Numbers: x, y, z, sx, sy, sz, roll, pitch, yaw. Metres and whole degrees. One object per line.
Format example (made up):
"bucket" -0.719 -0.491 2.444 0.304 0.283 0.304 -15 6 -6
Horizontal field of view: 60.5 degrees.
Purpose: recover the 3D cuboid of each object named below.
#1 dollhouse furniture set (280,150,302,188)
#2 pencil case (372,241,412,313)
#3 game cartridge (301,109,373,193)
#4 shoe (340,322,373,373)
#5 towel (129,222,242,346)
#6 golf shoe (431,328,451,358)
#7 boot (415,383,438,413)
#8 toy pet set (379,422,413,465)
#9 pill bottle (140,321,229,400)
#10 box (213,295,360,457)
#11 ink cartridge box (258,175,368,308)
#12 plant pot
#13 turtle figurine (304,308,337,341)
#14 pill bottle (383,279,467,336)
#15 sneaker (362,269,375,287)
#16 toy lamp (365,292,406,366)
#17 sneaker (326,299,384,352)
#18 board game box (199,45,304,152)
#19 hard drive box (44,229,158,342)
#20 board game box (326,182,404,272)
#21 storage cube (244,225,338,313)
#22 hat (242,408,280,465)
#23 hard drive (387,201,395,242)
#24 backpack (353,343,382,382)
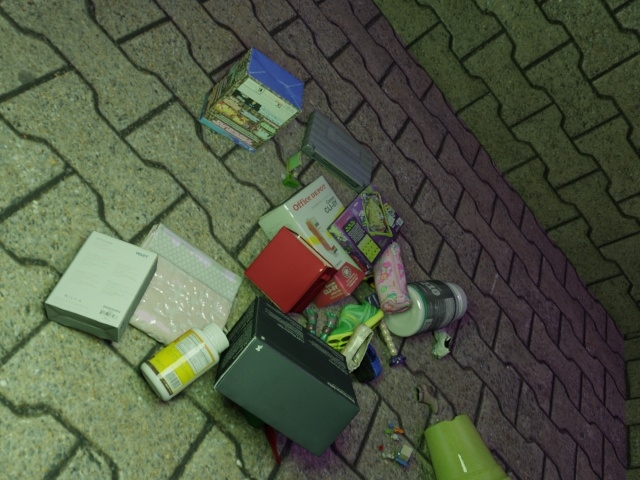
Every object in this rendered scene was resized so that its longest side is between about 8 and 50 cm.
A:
"dollhouse furniture set" -0.114 -0.271 2.067 0.058 0.076 0.152 20 56 -38
"pencil case" 0.260 0.129 2.053 0.124 0.124 0.284 25 44 -34
"game cartridge" 0.079 -0.373 2.333 0.355 0.068 0.230 33 44 -27
"shoe" 0.110 0.385 1.853 0.076 0.058 0.219 31 86 -51
"towel" -0.398 0.150 1.565 0.331 0.053 0.317 38 46 -22
"golf shoe" 0.523 0.412 2.314 0.069 0.086 0.176 33 46 -25
"boot" 0.407 0.613 2.123 0.086 0.042 0.119 4 64 -37
"toy pet set" 0.263 0.725 1.914 0.114 0.065 0.122 27 37 15
"pill bottle" -0.347 0.308 1.429 0.215 0.117 0.117 -35 95 -28
"box" -0.093 0.359 1.510 0.343 0.179 0.312 37 7 -11
"ink cartridge box" 0.000 0.000 1.963 0.385 0.160 0.279 54 41 -6
"plant pot" 0.504 0.779 1.981 0.276 0.276 0.254 8 51 -42
"turtle figurine" -0.025 0.345 1.785 0.175 0.118 0.234 12 63 9
"pill bottle" 0.425 0.264 2.209 0.361 0.204 0.204 -1 69 -46
"sneaker" 0.236 0.156 2.181 0.225 0.088 0.093 19 59 -26
"toy lamp" 0.243 0.333 2.083 0.080 0.080 0.275 -16 80 -48
"sneaker" 0.100 0.303 1.959 0.123 0.110 0.295 43 40 24
"board game box" -0.236 -0.476 1.896 0.232 0.291 0.141 29 49 -32
"hard drive box" -0.537 0.111 1.369 0.181 0.089 0.232 21 51 -4
"board game box" 0.173 -0.054 2.003 0.208 0.056 0.347 53 40 -8
"storage cube" -0.089 0.096 1.715 0.215 0.193 0.183 41 3 14
"hat" -0.197 0.515 1.579 0.208 0.184 0.173 33 11 37
"hard drive" 0.235 -0.066 2.317 0.171 0.054 0.255 17 57 -38
"backpack" 0.163 0.431 1.932 0.101 0.098 0.120 -20 82 -53
